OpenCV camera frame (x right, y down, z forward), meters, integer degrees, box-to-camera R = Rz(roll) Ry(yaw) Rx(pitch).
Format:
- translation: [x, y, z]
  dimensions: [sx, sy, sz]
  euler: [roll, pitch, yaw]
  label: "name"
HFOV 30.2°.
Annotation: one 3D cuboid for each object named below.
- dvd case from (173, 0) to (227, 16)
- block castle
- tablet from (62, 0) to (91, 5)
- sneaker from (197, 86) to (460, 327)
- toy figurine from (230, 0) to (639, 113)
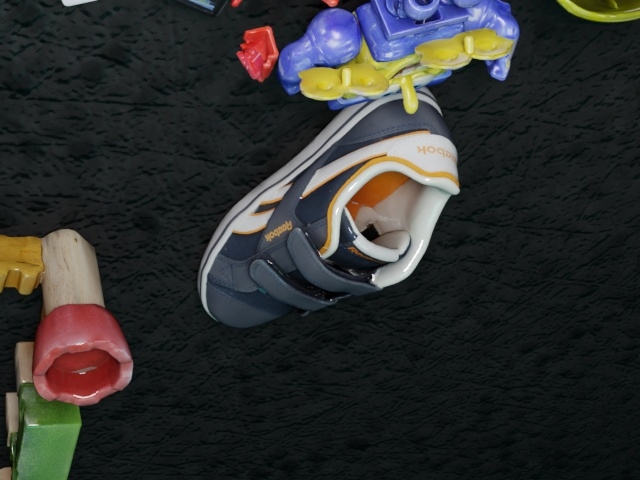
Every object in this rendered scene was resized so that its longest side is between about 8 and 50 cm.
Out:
- translation: [-0.086, -0.287, 0.827]
  dimensions: [0.180, 0.022, 0.253]
  euler: [17, 125, -35]
  label: "dvd case"
- translation: [-0.367, 0.206, 1.107]
  dimensions: [0.303, 0.213, 0.453]
  euler: [3, 134, -23]
  label: "block castle"
- translation: [-0.176, -0.214, 0.886]
  dimensions: [0.054, 0.006, 0.083]
  euler: [-15, 138, -5]
  label: "tablet"
- translation: [0.000, 0.000, 1.094]
  dimensions: [0.126, 0.127, 0.321]
  euler: [18, 128, -37]
  label: "sneaker"
- translation: [0.080, -0.196, 0.943]
  dimensions: [0.362, 0.191, 0.217]
  euler: [-18, 172, -17]
  label: "toy figurine"
